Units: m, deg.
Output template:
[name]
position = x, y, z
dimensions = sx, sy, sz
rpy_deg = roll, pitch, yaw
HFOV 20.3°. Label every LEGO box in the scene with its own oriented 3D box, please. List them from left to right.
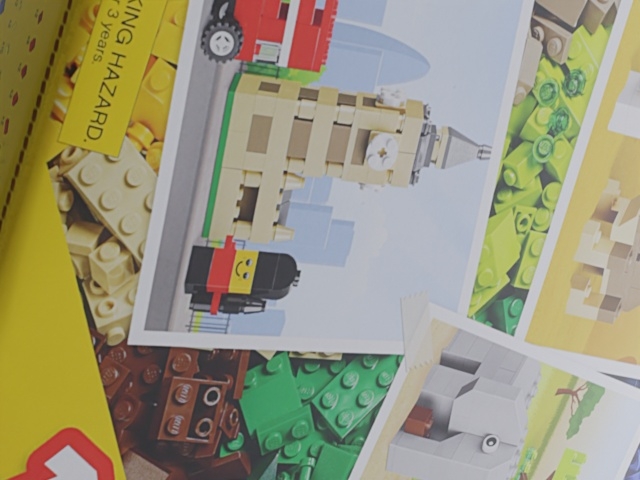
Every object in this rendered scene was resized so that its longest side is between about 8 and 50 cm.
[LEGO box]
position = 0.000, 0.000, 0.747
dimensions = 0.193, 0.372, 0.500
rpy_deg = 27, -79, 54
